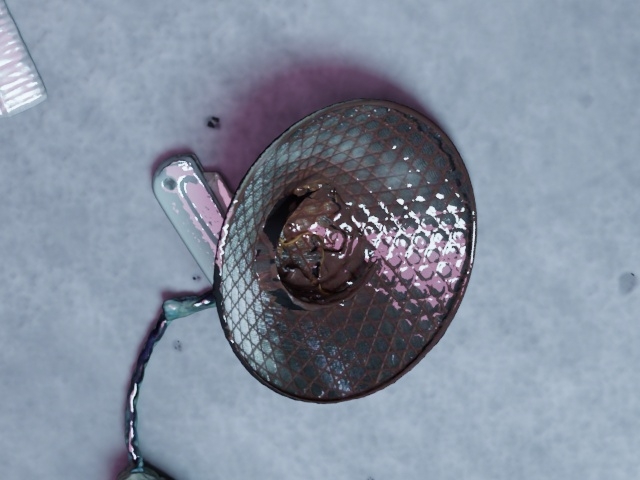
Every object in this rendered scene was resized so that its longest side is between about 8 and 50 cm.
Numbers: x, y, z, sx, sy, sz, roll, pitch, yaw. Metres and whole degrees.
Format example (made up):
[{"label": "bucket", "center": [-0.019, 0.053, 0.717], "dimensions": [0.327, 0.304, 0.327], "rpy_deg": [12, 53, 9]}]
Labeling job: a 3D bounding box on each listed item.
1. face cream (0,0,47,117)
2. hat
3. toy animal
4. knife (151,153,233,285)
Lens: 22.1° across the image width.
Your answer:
[{"label": "face cream", "center": [-0.410, -0.109, 1.019], "dimensions": [0.420, 0.137, 0.235], "rpy_deg": [-24, 100, -1]}, {"label": "hat", "center": [0.000, 0.000, 1.018], "dimensions": [0.193, 0.082, 0.193], "rpy_deg": [-10, 109, -31]}, {"label": "toy animal", "center": [-0.102, 0.161, 1.080], "dimensions": [0.079, 0.070, 0.253], "rpy_deg": [-6, 93, -29]}, {"label": "knife", "center": [-0.053, 0.015, 1.050], "dimensions": [0.044, 0.023, 0.162], "rpy_deg": [-32, 100, 7]}]
